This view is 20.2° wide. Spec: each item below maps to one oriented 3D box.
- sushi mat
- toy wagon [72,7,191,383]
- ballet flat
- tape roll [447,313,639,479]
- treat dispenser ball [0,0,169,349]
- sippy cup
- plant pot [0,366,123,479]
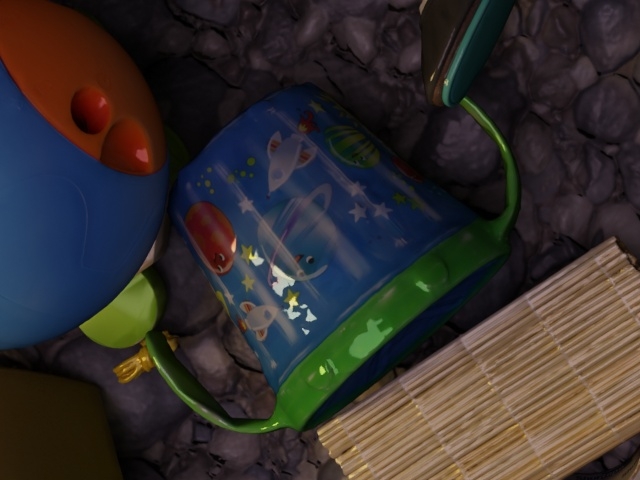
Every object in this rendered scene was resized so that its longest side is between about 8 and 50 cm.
[{"bbox_3d":[0.160,0.139,1.490,0.316,0.019,0.151,-35,92,19],"label":"sushi mat"},{"bbox_3d":[-0.241,-0.030,1.597,0.267,0.068,0.344,-33,94,19],"label":"toy wagon"},{"bbox_3d":[0.136,-0.238,1.424,0.096,0.095,0.280,31,83,19],"label":"ballet flat"},{"bbox_3d":[0.221,0.159,1.528,0.219,0.072,0.219,3,104,12],"label":"tape roll"},{"bbox_3d":[-0.262,-0.057,1.406,0.288,0.288,0.288,3,104,13],"label":"treat dispenser ball"},{"bbox_3d":[0.000,0.000,1.476,0.224,0.305,0.240,50,150,9],"label":"sippy cup"},{"bbox_3d":[-0.313,0.229,1.562,0.187,0.212,0.212,30,114,-37],"label":"plant pot"}]
